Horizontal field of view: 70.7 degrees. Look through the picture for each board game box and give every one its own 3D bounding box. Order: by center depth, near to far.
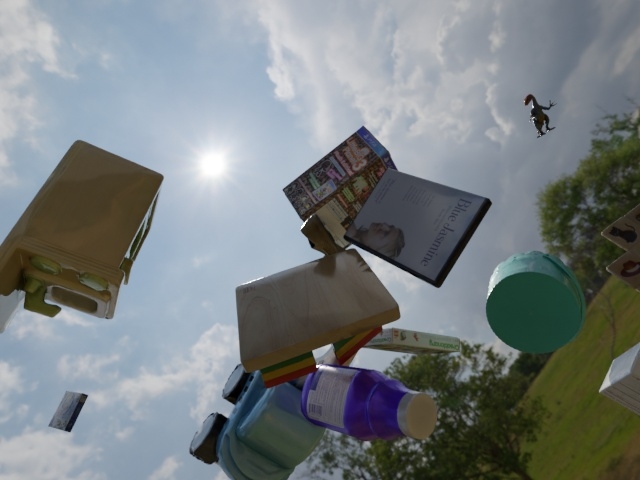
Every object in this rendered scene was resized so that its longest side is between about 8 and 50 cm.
[{"bbox_3d":[-0.626,0.423,1.120,0.020,0.090,0.090,44,-130,-40],"label":"board game box"},{"bbox_3d":[0.083,-0.134,1.293,0.291,0.141,0.232,-37,-39,5],"label":"board game box"},{"bbox_3d":[0.290,0.342,1.513,0.305,0.193,0.053,14,-112,-30],"label":"board game box"}]

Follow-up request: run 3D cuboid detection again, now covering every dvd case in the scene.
[{"bbox_3d":[0.173,-0.036,0.867,0.022,0.253,0.180,37,-95,-43],"label":"dvd case"}]

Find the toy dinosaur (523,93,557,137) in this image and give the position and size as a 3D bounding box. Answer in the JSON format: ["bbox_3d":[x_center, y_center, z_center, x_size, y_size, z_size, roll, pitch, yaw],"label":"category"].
[{"bbox_3d":[0.409,-0.239,0.862,0.047,0.082,0.090,-30,3,2],"label":"toy dinosaur"}]

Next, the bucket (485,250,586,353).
[{"bbox_3d":[0.617,0.182,1.311,0.183,0.281,0.281,-26,-39,-61],"label":"bucket"}]

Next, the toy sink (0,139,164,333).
[{"bbox_3d":[-0.313,0.017,0.598,0.153,0.131,0.234,-48,24,52],"label":"toy sink"}]

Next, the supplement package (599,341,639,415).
[{"bbox_3d":[0.771,0.329,1.077,0.105,0.105,0.179,-51,-25,-21],"label":"supplement package"}]

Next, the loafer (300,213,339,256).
[{"bbox_3d":[0.000,0.000,0.986,0.050,0.056,0.148,-28,-47,6],"label":"loafer"}]

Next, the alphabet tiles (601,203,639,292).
[{"bbox_3d":[0.694,0.040,0.769,0.285,0.342,0.011,-34,-39,-8],"label":"alphabet tiles"}]

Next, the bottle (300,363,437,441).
[{"bbox_3d":[0.074,0.281,0.782,0.092,0.283,0.118,27,-114,-27],"label":"bottle"}]

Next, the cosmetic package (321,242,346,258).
[{"bbox_3d":[0.004,0.136,1.266,0.238,0.107,0.127,-55,1,20],"label":"cosmetic package"}]

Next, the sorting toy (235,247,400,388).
[{"bbox_3d":[-0.013,0.135,0.813,0.256,0.257,0.089,-18,-67,-5],"label":"sorting toy"}]

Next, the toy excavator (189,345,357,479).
[{"bbox_3d":[-0.039,0.336,1.025,0.445,0.222,0.432,-36,20,47],"label":"toy excavator"}]
